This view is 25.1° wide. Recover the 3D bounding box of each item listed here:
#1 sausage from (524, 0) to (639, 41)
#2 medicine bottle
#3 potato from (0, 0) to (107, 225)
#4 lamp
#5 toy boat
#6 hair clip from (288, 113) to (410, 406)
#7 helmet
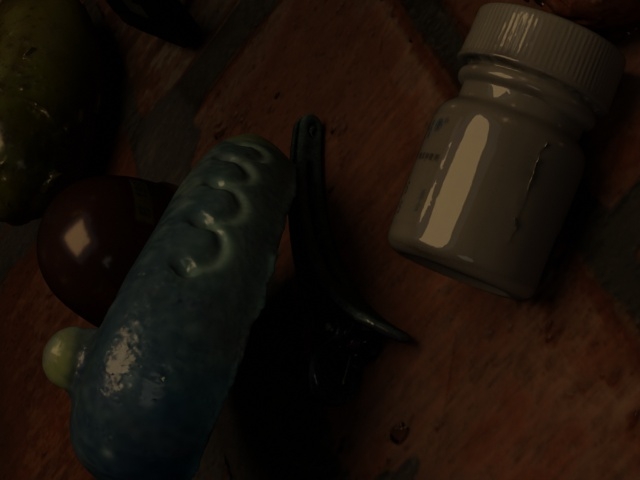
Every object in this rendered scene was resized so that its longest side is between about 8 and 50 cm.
[{"bbox_3d":[0.134,-0.238,1.018,0.326,0.087,0.079,-115,22,-48],"label":"sausage"},{"bbox_3d":[0.117,-0.055,0.910,0.105,0.105,0.168,18,85,56],"label":"medicine bottle"},{"bbox_3d":[-0.302,-0.147,1.512,0.176,0.141,0.298,-21,46,30],"label":"potato"},{"bbox_3d":[-0.088,-0.320,1.374,0.203,0.124,0.283,29,91,36],"label":"lamp"},{"bbox_3d":[-0.111,0.044,1.029,0.330,0.123,0.215,-75,10,-56],"label":"toy boat"},{"bbox_3d":[0.000,0.000,1.088,0.083,0.048,0.275,-51,35,28],"label":"hair clip"},{"bbox_3d":[-0.201,0.011,1.304,0.155,0.106,0.175,-42,44,31],"label":"helmet"}]
